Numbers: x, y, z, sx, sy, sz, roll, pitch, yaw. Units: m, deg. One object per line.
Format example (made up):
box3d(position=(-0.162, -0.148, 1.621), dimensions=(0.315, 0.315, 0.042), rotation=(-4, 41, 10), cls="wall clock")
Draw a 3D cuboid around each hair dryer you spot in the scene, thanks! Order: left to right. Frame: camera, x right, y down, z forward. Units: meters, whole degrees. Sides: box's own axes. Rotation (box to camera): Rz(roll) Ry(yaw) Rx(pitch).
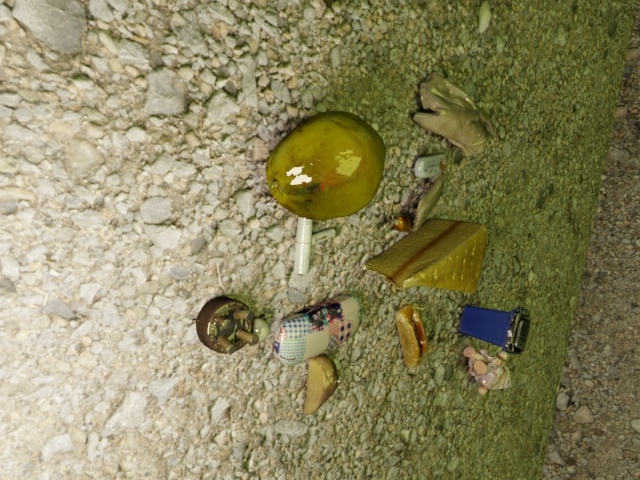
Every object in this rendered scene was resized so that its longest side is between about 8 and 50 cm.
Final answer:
box3d(position=(0.000, 0.008, 1.549), dimensions=(0.183, 0.044, 0.155), rotation=(-3, 102, -51), cls="hair dryer")

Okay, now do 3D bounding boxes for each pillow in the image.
box3d(position=(0.353, -0.127, 1.873), dimensions=(0.233, 0.038, 0.131), rotation=(-48, 154, -42), cls="pillow")

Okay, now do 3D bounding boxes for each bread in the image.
box3d(position=(0.318, 0.033, 1.759), dimensions=(0.361, 0.233, 0.245), rotation=(11, 90, -48), cls="bread")

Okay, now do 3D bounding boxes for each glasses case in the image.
box3d(position=(0.002, 0.239, 1.567), dimensions=(0.327, 0.076, 0.125), rotation=(-17, 108, -45), cls="glasses case")
box3d(position=(0.368, -0.249, 1.895), dimensions=(0.178, 0.045, 0.067), rotation=(-19, 118, -45), cls="glasses case")

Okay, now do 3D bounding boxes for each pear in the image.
box3d(position=(0.020, -0.180, 1.373), dimensions=(0.321, 0.269, 0.269), rotation=(-22, 114, -30), cls="pear")

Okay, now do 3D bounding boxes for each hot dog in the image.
box3d(position=(0.312, 0.329, 1.934), dimensions=(0.084, 0.073, 0.242), rotation=(-32, 120, -34), cls="hot dog")

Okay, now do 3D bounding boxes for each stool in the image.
box3d(position=(-0.189, 0.201, 1.321), dimensions=(0.217, 0.121, 0.125), rotation=(20, 81, -43), cls="stool")

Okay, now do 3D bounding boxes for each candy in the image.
box3d(position=(0.252, -0.054, 1.808), dimensions=(0.182, 0.046, 0.053), rotation=(7, 78, -57), cls="candy")

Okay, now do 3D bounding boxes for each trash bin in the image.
box3d(position=(0.668, 0.323, 2.204), dimensions=(0.162, 0.234, 0.184), rotation=(25, 79, -49), cls="trash bin")

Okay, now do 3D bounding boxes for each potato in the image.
box3d(position=(0.015, 0.409, 1.607), dimensions=(0.100, 0.089, 0.172), rotation=(5, 92, -51), cls="potato")

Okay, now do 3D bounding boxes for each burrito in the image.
box3d(position=(0.445, -0.414, 1.888), dimensions=(0.332, 0.135, 0.190), rotation=(21, 89, -44), cls="burrito")

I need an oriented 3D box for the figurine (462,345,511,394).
box3d(position=(0.674, 0.522, 2.334), dimensions=(0.276, 0.133, 0.200), rotation=(38, 81, -40), cls="figurine")
